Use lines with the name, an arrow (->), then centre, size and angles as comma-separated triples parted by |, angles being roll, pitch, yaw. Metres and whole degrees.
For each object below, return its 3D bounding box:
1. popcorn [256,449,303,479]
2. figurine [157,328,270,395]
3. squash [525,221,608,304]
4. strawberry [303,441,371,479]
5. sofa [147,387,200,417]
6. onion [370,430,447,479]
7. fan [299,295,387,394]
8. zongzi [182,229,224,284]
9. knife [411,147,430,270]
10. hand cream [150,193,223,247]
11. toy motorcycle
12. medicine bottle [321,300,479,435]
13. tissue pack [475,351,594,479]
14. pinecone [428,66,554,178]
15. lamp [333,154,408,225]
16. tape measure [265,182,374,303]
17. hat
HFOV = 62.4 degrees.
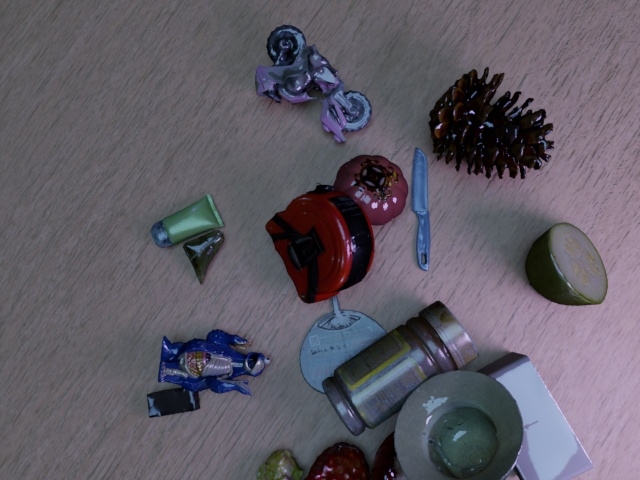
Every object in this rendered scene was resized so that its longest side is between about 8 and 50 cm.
popcorn -> -0.095, 0.536, 1.201 | 0.097, 0.089, 0.109 | -23, 66, 38
figurine -> -0.254, 0.294, 1.248 | 0.262, 0.120, 0.164 | 11, 44, 1
squash -> 0.547, 0.046, 1.118 | 0.189, 0.260, 0.189 | -2, 78, 8
strawberry -> 0.035, 0.563, 1.140 | 0.205, 0.205, 0.244 | 13, 63, 8
sofa -> -0.355, 0.388, 1.276 | 0.118, 0.039, 0.060 | -11, 81, 4
onion -> 0.219, 0.529, 1.132 | 0.272, 0.195, 0.272 | 12, 61, -23
fan -> 0.031, 0.243, 1.271 | 0.223, 0.012, 0.294 | -41, 79, 0
zongzi -> -0.275, 0.040, 1.323 | 0.104, 0.052, 0.113 | -24, 92, -4
knife -> 0.247, -0.080, 1.298 | 0.045, 0.019, 0.313 | 0, 79, 9
hand cream -> -0.344, -0.042, 1.345 | 0.175, 0.046, 0.095 | -25, 78, -5
toy motorcycle -> -0.033, -0.372, 1.323 | 0.327, 0.143, 0.188 | 44, 97, -4
medicine bottle -> 0.172, 0.282, 1.168 | 0.322, 0.151, 0.151 | -33, 79, -3
tissue pack -> 0.430, 0.381, 1.127 | 0.136, 0.159, 0.246 | -28, 79, 3
pinecone -> 0.391, -0.254, 1.199 | 0.292, 0.246, 0.246 | 25, 84, 8
lamp -> 0.118, -0.116, 1.262 | 0.182, 0.140, 0.182 | 3, 68, -7
tape measure -> 0.000, 0.001, 1.200 | 0.114, 0.260, 0.253 | -14, 71, -41
hat -> 0.282, 0.397, 1.026 | 0.257, 0.130, 0.257 | -24, 36, 19
